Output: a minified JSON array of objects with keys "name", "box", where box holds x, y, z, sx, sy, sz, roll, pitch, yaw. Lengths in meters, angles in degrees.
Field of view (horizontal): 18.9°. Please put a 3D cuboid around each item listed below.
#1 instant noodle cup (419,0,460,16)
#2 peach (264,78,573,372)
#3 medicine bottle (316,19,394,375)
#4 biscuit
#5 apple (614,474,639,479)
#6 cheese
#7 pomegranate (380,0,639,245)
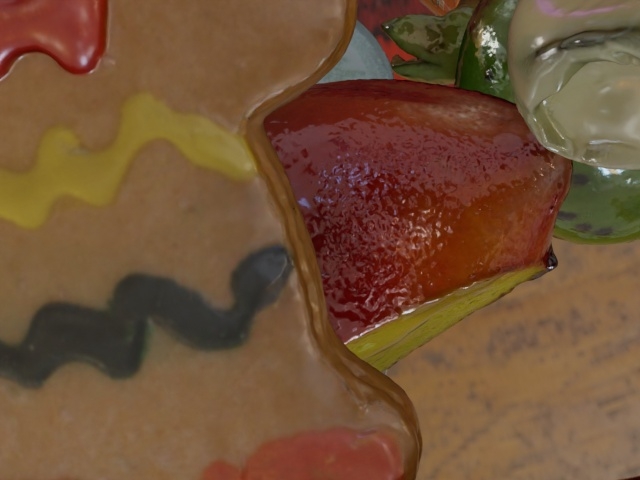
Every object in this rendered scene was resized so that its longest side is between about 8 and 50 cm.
[{"name":"instant noodle cup","box":[0.157,-0.318,1.840,0.250,0.250,0.192,-45,62,14]},{"name":"peach","box":[-0.005,0.002,0.992,0.267,0.154,0.158,-34,81,31]},{"name":"medicine bottle","box":[-0.058,-0.007,1.332,0.245,0.245,0.290,5,139,-3]},{"name":"biscuit","box":[-0.069,-0.032,0.501,0.165,0.036,0.250,-10,93,7]},{"name":"apple","box":[0.091,0.177,0.521,0.234,0.234,0.234,0,110,-1]},{"name":"cheese","box":[0.162,-0.112,0.724,0.137,0.227,0.064,1,129,45]},{"name":"pomegranate","box":[0.161,-0.109,1.231,0.263,0.211,0.211,24,113,31]}]
